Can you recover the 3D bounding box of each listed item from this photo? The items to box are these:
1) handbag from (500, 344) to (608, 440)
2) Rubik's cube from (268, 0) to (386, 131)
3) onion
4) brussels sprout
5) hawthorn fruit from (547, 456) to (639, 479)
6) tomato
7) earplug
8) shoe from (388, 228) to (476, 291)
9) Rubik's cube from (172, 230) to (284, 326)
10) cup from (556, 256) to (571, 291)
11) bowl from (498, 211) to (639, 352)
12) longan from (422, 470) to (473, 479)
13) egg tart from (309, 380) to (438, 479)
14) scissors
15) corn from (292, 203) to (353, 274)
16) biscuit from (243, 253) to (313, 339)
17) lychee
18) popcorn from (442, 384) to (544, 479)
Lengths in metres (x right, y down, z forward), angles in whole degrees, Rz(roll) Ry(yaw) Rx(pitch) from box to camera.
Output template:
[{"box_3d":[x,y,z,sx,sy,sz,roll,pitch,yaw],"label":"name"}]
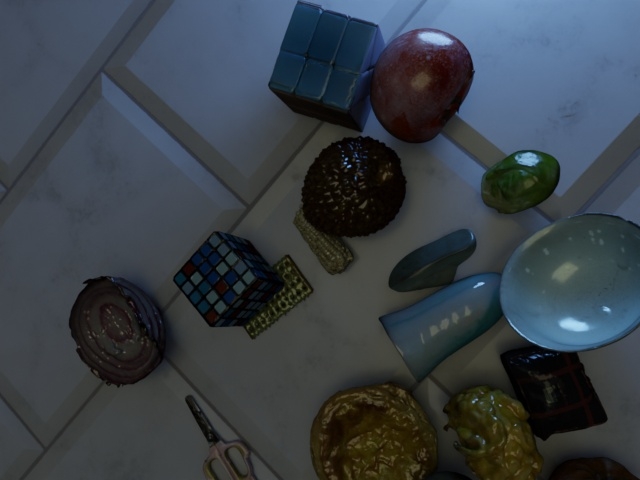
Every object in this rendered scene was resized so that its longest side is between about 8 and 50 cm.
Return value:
[{"box_3d":[0.545,0.342,1.217,0.169,0.155,0.215,-21,82,3],"label":"handbag"},{"box_3d":[0.030,-0.436,1.334,0.225,0.221,0.231,20,93,14],"label":"Rubik's cube"},{"box_3d":[-0.581,0.256,1.504,0.280,0.146,0.314,-36,90,23],"label":"onion"},{"box_3d":[0.484,-0.141,1.252,0.181,0.144,0.161,-3,54,49],"label":"brussels sprout"},{"box_3d":[0.629,0.614,1.168,0.235,0.263,0.231,-17,45,1],"label":"hawthorn fruit"},{"box_3d":[0.238,-0.381,1.261,0.227,0.270,0.270,37,96,18],"label":"tomato"},{"box_3d":[0.327,0.186,1.281,0.324,0.185,0.185,-32,81,2],"label":"earplug"},{"box_3d":[0.294,0.067,1.325,0.251,0.103,0.100,-33,117,21],"label":"shoe"},{"box_3d":[-0.240,0.107,1.387,0.184,0.187,0.182,-47,71,9],"label":"Rubik's cube"},{"box_3d":[0.606,0.074,1.219,0.134,0.142,0.173,-21,84,12],"label":"cup"},{"box_3d":[0.546,0.112,1.067,0.313,0.313,0.146,-44,124,8],"label":"bowl"},{"box_3d":[0.287,0.620,1.164,0.198,0.212,0.198,1,112,2],"label":"longan"},{"box_3d":[0.138,0.521,1.322,0.341,0.129,0.341,-1,87,12],"label":"egg tart"},{"box_3d":[-0.300,0.580,1.476,0.160,0.024,0.317,-37,80,10],"label":"scissors"},{"box_3d":[0.000,0.000,1.401,0.087,0.087,0.211,-43,76,8],"label":"corn"},{"box_3d":[-0.142,0.160,1.459,0.231,0.016,0.139,-38,79,9],"label":"biscuit"},{"box_3d":[0.073,-0.128,1.308,0.268,0.267,0.267,-1,88,13],"label":"lychee"},{"box_3d":[0.399,0.457,1.201,0.190,0.250,0.250,-27,82,-6],"label":"popcorn"}]
